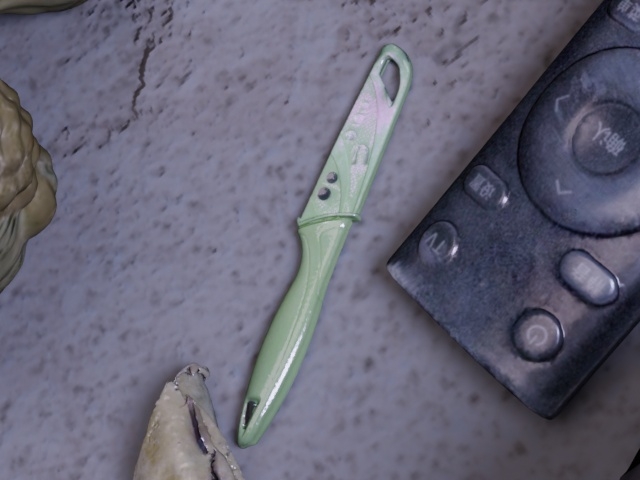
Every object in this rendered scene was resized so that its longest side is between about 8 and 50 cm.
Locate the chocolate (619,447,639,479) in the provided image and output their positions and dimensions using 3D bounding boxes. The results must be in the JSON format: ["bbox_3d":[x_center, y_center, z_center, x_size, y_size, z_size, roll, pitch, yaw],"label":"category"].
[{"bbox_3d":[0.225,0.151,0.414,0.283,0.186,0.284,-11,58,19],"label":"chocolate"}]

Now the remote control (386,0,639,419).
[{"bbox_3d":[0.178,-0.100,0.573,0.377,0.044,0.107,-50,53,9],"label":"remote control"}]

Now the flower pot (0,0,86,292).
[{"bbox_3d":[-0.242,-0.108,0.655,0.307,0.307,0.244,18,65,27],"label":"flower pot"}]

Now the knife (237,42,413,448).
[{"bbox_3d":[0.000,0.000,0.659,0.030,0.014,0.207,17,78,28],"label":"knife"}]

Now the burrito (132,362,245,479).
[{"bbox_3d":[-0.052,0.128,0.620,0.055,0.041,0.149,-25,61,2],"label":"burrito"}]
